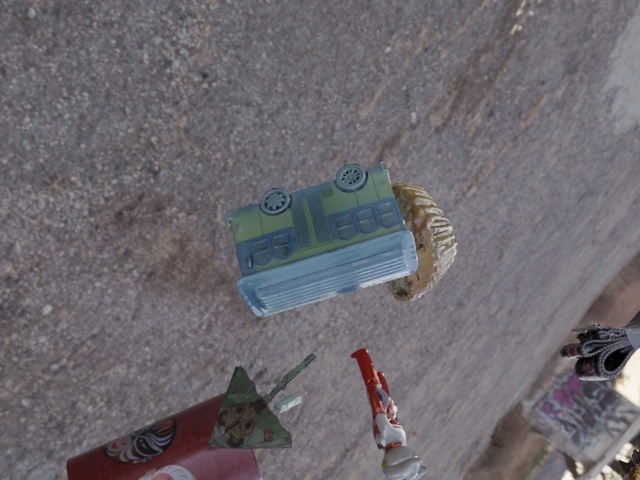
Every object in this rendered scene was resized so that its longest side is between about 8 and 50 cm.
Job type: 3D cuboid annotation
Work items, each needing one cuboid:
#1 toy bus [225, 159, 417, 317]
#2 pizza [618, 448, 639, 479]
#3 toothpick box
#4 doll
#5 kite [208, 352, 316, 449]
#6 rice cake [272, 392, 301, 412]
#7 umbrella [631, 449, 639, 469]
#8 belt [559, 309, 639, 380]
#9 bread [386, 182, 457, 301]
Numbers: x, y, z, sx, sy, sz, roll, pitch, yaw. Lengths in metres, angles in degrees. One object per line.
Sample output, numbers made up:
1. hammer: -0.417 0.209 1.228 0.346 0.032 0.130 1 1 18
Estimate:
1. toy bus: 0.000 0.000 1.139 0.312 0.190 0.152 -16 147 3
2. pizza: 0.715 0.567 1.413 0.069 0.154 0.194 106 -5 -56
3. toothpick box: -0.308 0.463 1.269 0.333 0.204 0.204 -19 144 -17
4. doll: 0.168 0.460 1.604 0.099 0.384 0.188 -28 128 6
5. kite: -0.101 0.294 1.146 0.250 0.229 0.012 -40 134 -11
6. rice cake: -0.101 0.508 1.976 0.171 0.033 0.029 8 101 -70
7. umbrella: 0.565 0.364 1.088 0.083 0.031 0.020 -58 -177 2
8. belt: 0.736 0.228 1.493 0.359 0.126 0.094 -15 170 -21
9. bread: 0.197 0.001 1.415 0.149 0.274 0.274 -11 138 -22
